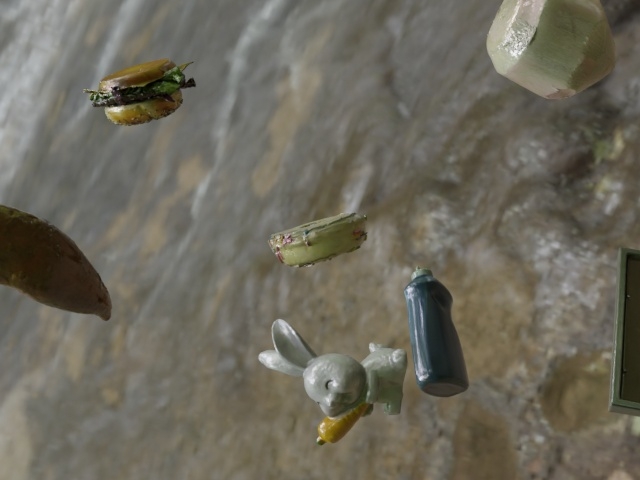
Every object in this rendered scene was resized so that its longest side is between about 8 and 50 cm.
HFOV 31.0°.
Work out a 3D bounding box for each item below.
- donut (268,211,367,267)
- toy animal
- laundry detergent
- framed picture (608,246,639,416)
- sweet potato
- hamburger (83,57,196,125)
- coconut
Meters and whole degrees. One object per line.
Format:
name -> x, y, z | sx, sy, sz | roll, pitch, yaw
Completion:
donut -> 0.000, 0.000, 1.973 | 0.174, 0.175, 0.068 | -10, 97, 58
toy animal -> 0.015, 0.183, 1.512 | 0.127, 0.182, 0.131 | -106, 21, -54
laundry detergent -> 0.172, 0.134, 1.774 | 0.061, 0.097, 0.206 | -32, 55, 39
framed picture -> 0.477, 0.123, 1.456 | 0.289, 0.211, 0.020 | -71, -14, -48
sweet potato -> -0.371, 0.001, 1.253 | 0.106, 0.355, 0.095 | -48, 31, 38
hamburger -> -0.299, -0.248, 1.955 | 0.189, 0.164, 0.093 | 0, 113, 47
coconut -> 0.338, -0.285, 1.657 | 0.171, 0.183, 0.171 | -60, 15, 27
